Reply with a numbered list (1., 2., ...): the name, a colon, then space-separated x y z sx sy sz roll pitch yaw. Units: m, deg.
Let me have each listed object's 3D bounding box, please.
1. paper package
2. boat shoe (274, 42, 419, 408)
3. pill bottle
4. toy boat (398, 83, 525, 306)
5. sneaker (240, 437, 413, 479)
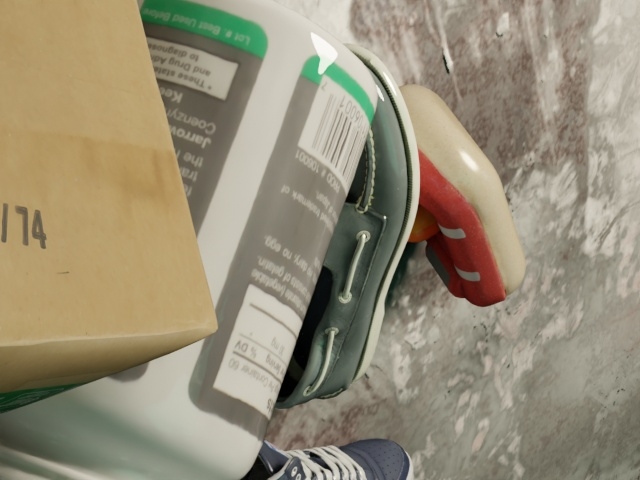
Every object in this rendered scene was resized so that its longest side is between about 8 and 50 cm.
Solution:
1. paper package: -0.225 -0.067 0.587 0.325 0.168 0.309 1 73 -64
2. boat shoe: 0.000 0.000 1.109 0.099 0.116 0.319 -27 134 -45
3. pill bottle: -0.111 0.033 0.858 0.204 0.204 0.361 39 66 -53
4. toy boat: 0.078 -0.024 1.202 0.151 0.151 0.231 -29 137 -2
5. sneaker: -0.014 0.210 1.215 0.282 0.099 0.153 -25 128 -40
